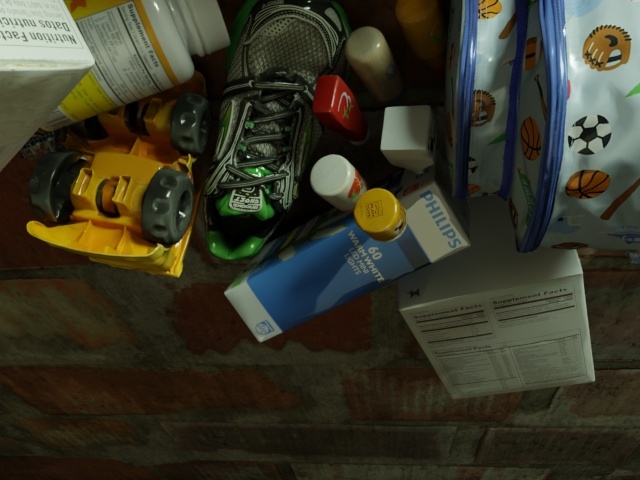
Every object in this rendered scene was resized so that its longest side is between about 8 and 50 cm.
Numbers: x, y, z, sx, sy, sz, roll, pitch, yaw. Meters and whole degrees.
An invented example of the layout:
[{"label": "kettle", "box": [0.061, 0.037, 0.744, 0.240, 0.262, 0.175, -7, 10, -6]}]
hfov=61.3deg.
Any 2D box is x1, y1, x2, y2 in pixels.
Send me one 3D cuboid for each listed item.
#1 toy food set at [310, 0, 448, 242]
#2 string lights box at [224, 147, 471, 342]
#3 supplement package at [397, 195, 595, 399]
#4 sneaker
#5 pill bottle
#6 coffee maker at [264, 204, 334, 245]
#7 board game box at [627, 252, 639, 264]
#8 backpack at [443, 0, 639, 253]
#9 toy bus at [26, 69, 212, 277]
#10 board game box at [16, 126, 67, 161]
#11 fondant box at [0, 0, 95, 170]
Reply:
[{"label": "toy food set", "box": [0.062, -0.107, 0.517, 0.111, 0.232, 0.104, 2, 168, 25]}, {"label": "string lights box", "box": [0.033, 0.007, 0.603, 0.260, 0.133, 0.076, -28, 104, 23]}, {"label": "supplement package", "box": [0.231, 0.058, 0.721, 0.198, 0.199, 0.262, -14, 138, 20]}, {"label": "sneaker", "box": [-0.052, -0.104, 0.587, 0.134, 0.146, 0.343, 11, 137, -9]}, {"label": "pill bottle", "box": [-0.198, -0.184, 0.494, 0.215, 0.117, 0.117, -21, 139, -4]}, {"label": "coffee maker", "box": [0.000, 0.000, 0.757, 0.178, 0.120, 0.171, -19, 109, 24]}, {"label": "board game box", "box": [0.547, -0.025, 0.704, 0.194, 0.060, 0.194, 13, 141, -11]}, {"label": "backpack", "box": [0.208, -0.124, 0.450, 0.213, 0.263, 0.276, -8, 140, 15]}, {"label": "toy bus", "box": [-0.197, -0.065, 0.628, 0.149, 0.220, 0.211, 10, 163, 7]}, {"label": "board game box", "box": [-0.367, -0.197, 0.581, 0.165, 0.042, 0.243, 15, 140, -13]}, {"label": "fondant box", "box": [-0.332, -0.202, 0.384, 0.238, 0.096, 0.330, -28, 89, 34]}]
